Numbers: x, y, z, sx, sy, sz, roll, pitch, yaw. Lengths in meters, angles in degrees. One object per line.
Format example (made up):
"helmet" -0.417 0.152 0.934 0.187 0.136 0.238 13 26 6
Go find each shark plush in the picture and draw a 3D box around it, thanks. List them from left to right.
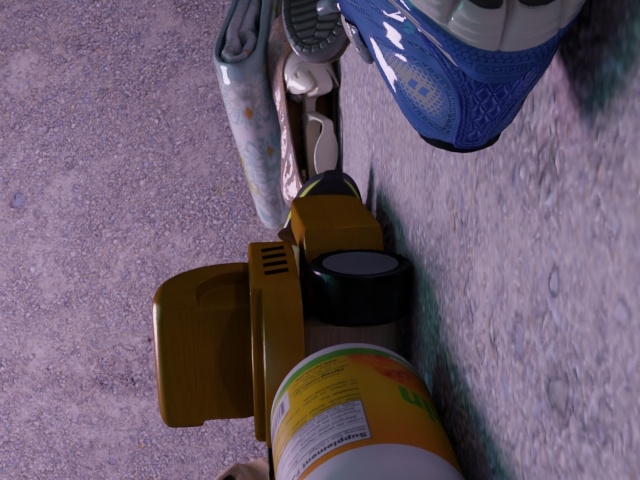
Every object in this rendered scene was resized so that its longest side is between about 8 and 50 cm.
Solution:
"shark plush" 0.061 -0.242 0.913 0.161 0.073 0.067 -49 59 52

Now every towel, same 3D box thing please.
"towel" -0.084 -0.253 1.635 0.374 0.090 0.320 -82 -20 -52

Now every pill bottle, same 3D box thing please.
"pill bottle" 0.037 0.185 0.683 0.245 0.137 0.136 -106 15 -70

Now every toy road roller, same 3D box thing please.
"toy road roller" -0.045 0.084 0.974 0.329 0.241 0.202 -109 18 -73

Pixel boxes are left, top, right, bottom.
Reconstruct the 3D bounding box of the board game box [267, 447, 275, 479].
"board game box" 0.012 0.303 1.021 0.030 0.136 0.259 129 138 -77

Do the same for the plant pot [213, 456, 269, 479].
"plant pot" -0.094 0.539 1.544 0.333 0.334 0.305 -102 23 -63

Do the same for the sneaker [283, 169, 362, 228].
"sneaker" 0.000 0.000 1.235 0.300 0.111 0.121 99 172 -55

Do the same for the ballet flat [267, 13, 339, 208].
"ballet flat" -0.011 -0.197 1.433 0.106 0.108 0.315 -1 97 65

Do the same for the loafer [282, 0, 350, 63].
"loafer" 0.016 -0.308 1.128 0.087 0.094 0.251 50 -140 -56

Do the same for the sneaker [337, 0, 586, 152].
"sneaker" 0.045 -0.181 0.513 0.147 0.130 0.329 98 169 -51
